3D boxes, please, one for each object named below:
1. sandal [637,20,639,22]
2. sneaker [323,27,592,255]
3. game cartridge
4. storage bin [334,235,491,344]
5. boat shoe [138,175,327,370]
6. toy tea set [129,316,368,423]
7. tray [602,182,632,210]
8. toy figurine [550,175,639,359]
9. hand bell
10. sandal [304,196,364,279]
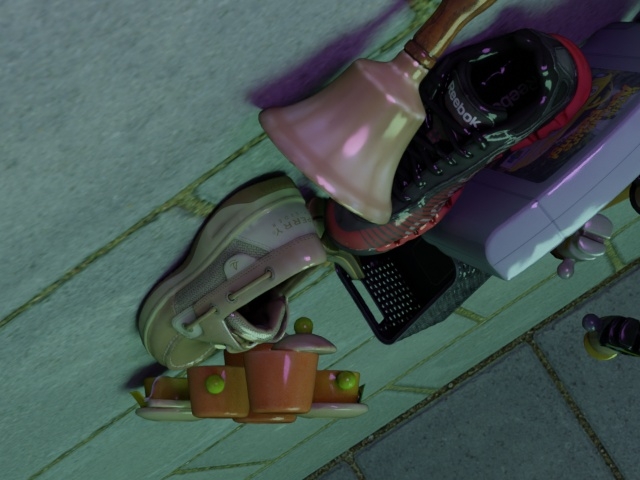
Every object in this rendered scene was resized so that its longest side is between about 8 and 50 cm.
[{"bbox_3d":[0.351,-0.202,1.363,0.067,0.040,0.179,-30,165,-7],"label":"sandal"},{"bbox_3d":[0.106,-0.089,1.126,0.276,0.098,0.135,-37,165,10],"label":"sneaker"},{"bbox_3d":[0.228,-0.090,1.182,0.294,0.060,0.196,-44,-157,-7],"label":"game cartridge"},{"bbox_3d":[0.107,0.017,1.412,0.084,0.122,0.180,-20,161,-36],"label":"storage bin"},{"bbox_3d":[-0.082,0.059,1.213,0.109,0.098,0.302,-21,161,-37],"label":"boat shoe"},{"bbox_3d":[-0.061,0.128,1.402,0.200,0.124,0.336,6,168,-30],"label":"toy tea set"},{"bbox_3d":[0.304,-0.071,1.623,0.411,0.076,0.203,-23,162,-28],"label":"tray"},{"bbox_3d":[0.389,0.028,1.580,0.209,0.213,0.148,-27,-179,-7],"label":"toy figurine"},{"bbox_3d":[0.078,-0.143,0.949,0.242,0.126,0.126,-50,161,14],"label":"hand bell"},{"bbox_3d":[0.000,0.000,1.264,0.049,0.072,0.180,-19,166,13],"label":"sandal"}]
